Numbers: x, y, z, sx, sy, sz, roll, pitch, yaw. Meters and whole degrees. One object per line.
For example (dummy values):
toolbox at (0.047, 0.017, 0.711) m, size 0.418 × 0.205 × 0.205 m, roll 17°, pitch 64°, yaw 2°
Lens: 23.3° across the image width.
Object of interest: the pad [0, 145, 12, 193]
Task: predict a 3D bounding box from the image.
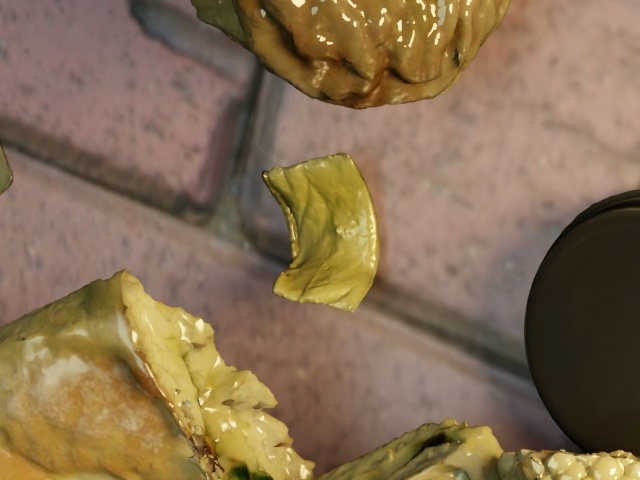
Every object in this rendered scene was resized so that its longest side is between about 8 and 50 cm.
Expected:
pad at (-0.316, -0.046, 1.059) m, size 0.265 × 0.009 × 0.160 m, roll -34°, pitch 73°, yaw 33°

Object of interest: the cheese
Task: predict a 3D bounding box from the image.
cheese at (0.001, 0.001, 0.806) m, size 0.060 × 0.041 × 0.084 m, roll -10°, pitch 72°, yaw 30°

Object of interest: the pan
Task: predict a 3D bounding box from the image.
pan at (0.187, 0.030, 0.676) m, size 0.235 × 0.028 × 0.136 m, roll -22°, pitch 82°, yaw 36°

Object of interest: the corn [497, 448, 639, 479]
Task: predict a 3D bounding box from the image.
corn at (0.161, 0.168, 0.664) m, size 0.087 × 0.087 × 0.211 m, roll -35°, pitch 77°, yaw 33°

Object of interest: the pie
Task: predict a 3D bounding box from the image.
pie at (-0.055, 0.176, 0.770) m, size 0.337 × 0.075 × 0.338 m, roll 5°, pitch 111°, yaw 14°

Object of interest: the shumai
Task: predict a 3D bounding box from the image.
shumai at (-0.002, -0.163, 0.749) m, size 0.175 × 0.166 × 0.206 m, roll 1°, pitch 81°, yaw 63°
